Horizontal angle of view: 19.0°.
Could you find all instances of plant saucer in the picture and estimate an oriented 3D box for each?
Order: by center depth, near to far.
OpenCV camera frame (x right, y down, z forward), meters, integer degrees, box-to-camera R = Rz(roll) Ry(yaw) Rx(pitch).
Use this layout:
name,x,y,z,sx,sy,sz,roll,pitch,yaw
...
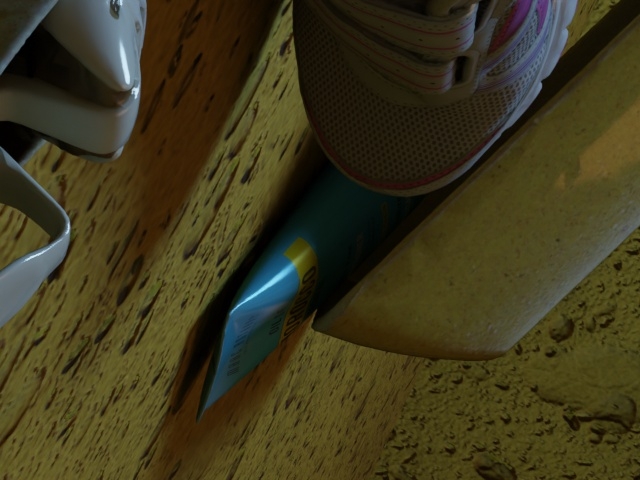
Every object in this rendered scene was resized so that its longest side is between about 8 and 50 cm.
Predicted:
name,x,y,z,sx,sy,sz,roll,pitch,yaw
plant saucer,0.145,-0.054,1.025,0.333,0.081,0.333,-44,-179,3

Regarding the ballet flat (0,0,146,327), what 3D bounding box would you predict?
name,x,y,z,sx,sy,sz,roll,pitch,yaw
ballet flat,-0.066,-0.019,0.385,0.168,0.052,0.057,-59,171,-34

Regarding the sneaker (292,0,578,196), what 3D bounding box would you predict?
name,x,y,z,sx,sy,sz,roll,pitch,yaw
sneaker,0.028,-0.103,0.610,0.111,0.103,0.252,-51,160,-41

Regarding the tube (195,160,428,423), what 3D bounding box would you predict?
name,x,y,z,sx,sy,sz,roll,pitch,yaw
tube,0.000,0.000,0.924,0.207,0.052,0.080,-49,159,-42
